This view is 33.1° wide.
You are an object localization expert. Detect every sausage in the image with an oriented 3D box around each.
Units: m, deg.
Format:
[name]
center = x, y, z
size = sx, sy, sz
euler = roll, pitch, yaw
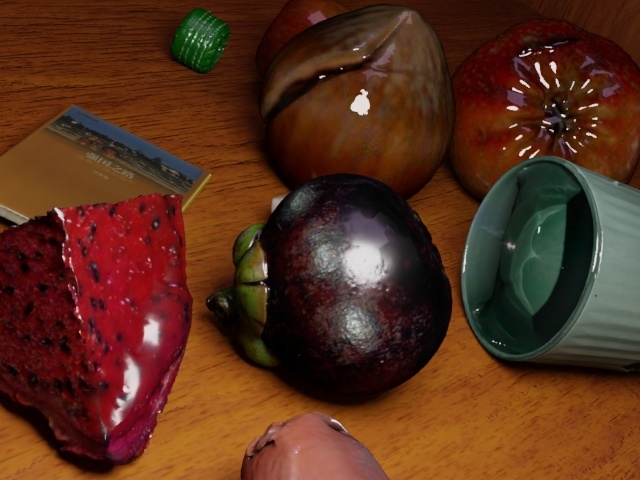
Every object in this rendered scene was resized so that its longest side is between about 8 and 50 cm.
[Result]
[sausage]
center = 0.015, 0.302, 1.120
size = 0.152, 0.152, 0.280
euler = 0, 37, -35

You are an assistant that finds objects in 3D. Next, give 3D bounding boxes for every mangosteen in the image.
[mangosteen]
center = 0.023, 0.068, 1.409
size = 0.300, 0.300, 0.300
euler = 17, 30, -10

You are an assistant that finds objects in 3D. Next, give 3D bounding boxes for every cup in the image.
[cup]
center = 0.437, 0.031, 1.722
size = 0.392, 0.310, 0.401
euler = 13, 32, -28

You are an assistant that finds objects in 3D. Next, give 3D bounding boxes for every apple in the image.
[apple]
center = -0.007, -0.374, 2.152
size = 0.230, 0.230, 0.230
euler = 17, 30, -10

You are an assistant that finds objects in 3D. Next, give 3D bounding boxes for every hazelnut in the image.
[hazelnut]
center = 0.066, -0.243, 1.893
size = 0.359, 0.359, 0.409
euler = 25, 20, 3

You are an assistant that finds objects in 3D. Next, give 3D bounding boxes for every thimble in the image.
[thimble]
center = -0.236, -0.396, 2.133
size = 0.090, 0.118, 0.130
euler = 28, 47, 1

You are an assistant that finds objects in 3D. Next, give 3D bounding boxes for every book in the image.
[book]
center = -0.337, -0.086, 1.621
size = 0.262, 0.028, 0.374
euler = 26, 27, 1

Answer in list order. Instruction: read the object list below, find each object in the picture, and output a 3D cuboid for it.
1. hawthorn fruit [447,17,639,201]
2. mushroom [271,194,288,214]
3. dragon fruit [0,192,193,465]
[hawthorn fruit]
center = 0.421, -0.234, 2.103
size = 0.403, 0.403, 0.403
euler = 17, 30, -10
[mushroom]
center = -0.001, 0.001, 1.672
size = 0.212, 0.088, 0.097
euler = 45, -9, 26
[dragon fruit]
center = -0.282, 0.095, 1.203
size = 0.302, 0.240, 0.330
euler = -14, 68, -2
